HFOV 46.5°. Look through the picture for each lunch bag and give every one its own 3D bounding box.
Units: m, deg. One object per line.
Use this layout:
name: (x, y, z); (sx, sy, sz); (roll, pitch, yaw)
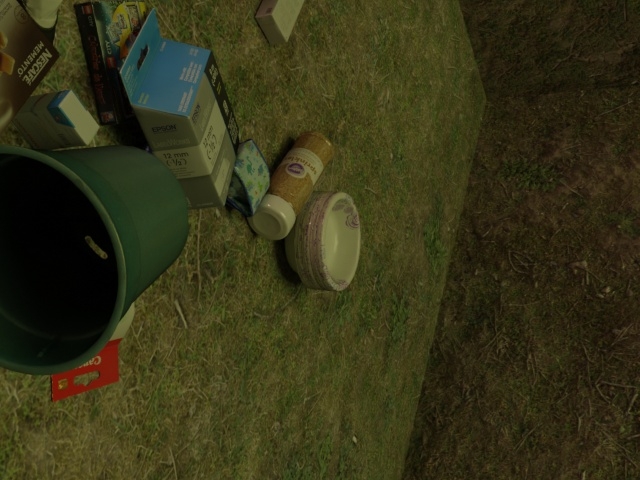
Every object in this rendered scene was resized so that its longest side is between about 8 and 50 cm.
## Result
lunch bag: (-0.187, -0.152, 1.840); (0.151, 0.096, 0.129); (57, 41, -32)

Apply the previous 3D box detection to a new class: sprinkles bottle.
sprinkles bottle: (-0.076, -0.156, 2.026); (0.355, 0.121, 0.121); (-62, 141, -43)

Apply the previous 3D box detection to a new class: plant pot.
plant pot: (-0.392, -0.010, 1.208); (0.334, 0.341, 0.341); (-49, 133, -69)

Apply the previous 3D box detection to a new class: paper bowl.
paper bowl: (0.000, 0.000, 2.129); (0.284, 0.148, 0.284); (-14, 106, -63)

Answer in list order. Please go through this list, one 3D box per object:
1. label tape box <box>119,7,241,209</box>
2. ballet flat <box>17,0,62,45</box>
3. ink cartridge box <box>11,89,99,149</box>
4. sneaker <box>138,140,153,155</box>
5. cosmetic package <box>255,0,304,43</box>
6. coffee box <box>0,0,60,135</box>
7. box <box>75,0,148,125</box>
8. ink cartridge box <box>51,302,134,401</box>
label tape box: (-0.276, -0.272, 1.549); (0.249, 0.115, 0.347); (-84, 166, -45)
ballet flat: (-0.485, -0.435, 1.223); (0.095, 0.096, 0.280); (-65, 147, -50)
ink cartridge box: (-0.461, -0.206, 1.287); (0.088, 0.122, 0.052); (62, 34, -43)
sneaker: (-0.341, -0.105, 1.562); (0.069, 0.082, 0.209); (7, 82, -60)
cosmetic package: (-0.101, -0.658, 2.044); (0.099, 0.060, 0.239); (55, 44, -45)
coffee box: (-0.536, -0.252, 1.149); (0.246, 0.098, 0.141); (-66, 146, -29)
box: (-0.396, -0.359, 1.494); (0.159, 0.044, 0.233); (-34, 119, -58)
ink cartridge box: (-0.431, 0.178, 1.418); (0.181, 0.056, 0.224); (-6, 94, -62)
